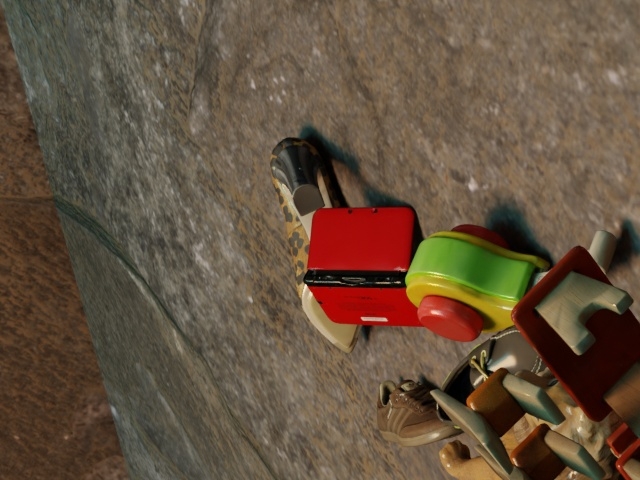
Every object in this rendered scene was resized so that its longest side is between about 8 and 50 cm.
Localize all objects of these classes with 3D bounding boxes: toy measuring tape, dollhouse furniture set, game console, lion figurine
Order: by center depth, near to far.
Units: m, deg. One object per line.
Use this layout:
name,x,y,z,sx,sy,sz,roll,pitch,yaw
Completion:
dollhouse furniture set,0.245,0.112,1.298,0.259,0.262,0.135,50,174,-33
lion figurine,0.195,0.309,1.541,0.240,0.142,0.392,180,99,-66
toy measuring tape,0.166,0.028,1.557,0.330,0.121,0.121,-35,73,67
game console,0.061,0.032,1.859,0.144,0.085,0.124,0,139,35

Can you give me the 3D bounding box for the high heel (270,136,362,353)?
high heel,0.000,0.000,2.008,0.186,0.093,0.261,-109,3,-62

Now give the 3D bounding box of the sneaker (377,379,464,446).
sneaker,0.110,0.202,1.871,0.188,0.066,0.071,-14,91,67

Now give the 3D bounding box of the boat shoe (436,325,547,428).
boat shoe,0.187,0.144,1.653,0.081,0.068,0.228,66,156,18
